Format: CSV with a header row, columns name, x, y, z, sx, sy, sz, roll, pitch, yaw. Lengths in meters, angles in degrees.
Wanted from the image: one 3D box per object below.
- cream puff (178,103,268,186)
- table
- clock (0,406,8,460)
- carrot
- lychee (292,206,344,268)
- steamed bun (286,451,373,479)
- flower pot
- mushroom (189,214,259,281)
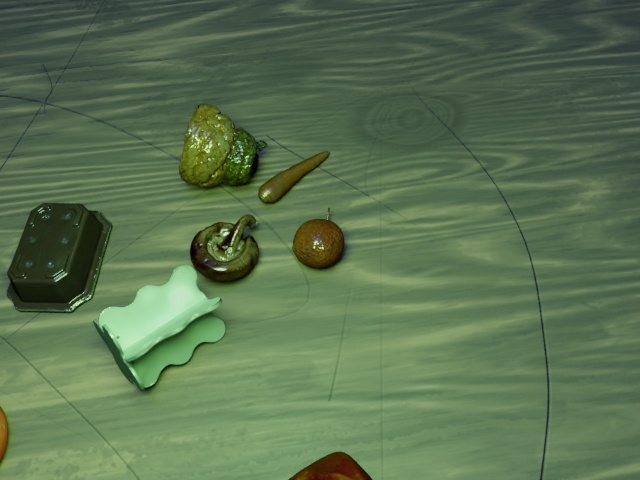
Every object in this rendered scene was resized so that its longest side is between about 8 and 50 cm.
name,x,y,z,sx,sy,sz,roll,pitch,yaw
cream puff,-0.207,-0.197,1.342,0.169,0.183,0.183,15,57,-3
table,-0.285,0.154,1.115,0.198,0.166,0.166,-33,61,-27
clock,-0.646,0.356,1.048,0.206,0.051,0.205,0,56,1
carrot,-0.057,-0.150,1.371,0.048,0.048,0.216,38,60,24
lychee,0.002,0.003,1.236,0.101,0.140,0.114,35,103,18
steamed bun,0.040,0.494,0.806,0.235,0.248,0.379,-27,76,-18
flower pot,-0.546,0.019,1.250,0.179,0.084,0.250,1,57,3
mushroom,-0.187,0.012,1.244,0.135,0.080,0.170,37,63,10
